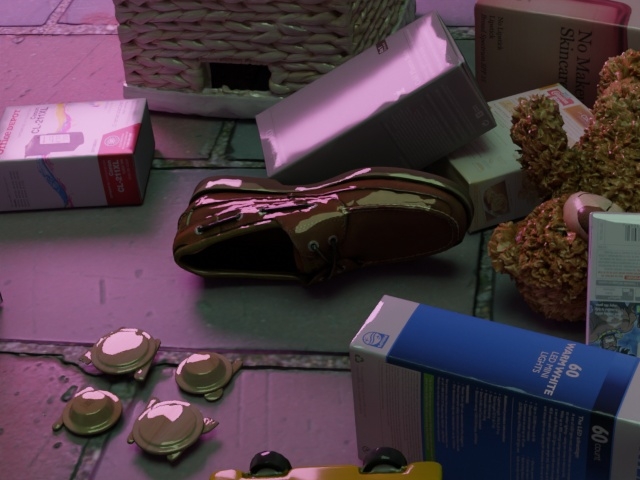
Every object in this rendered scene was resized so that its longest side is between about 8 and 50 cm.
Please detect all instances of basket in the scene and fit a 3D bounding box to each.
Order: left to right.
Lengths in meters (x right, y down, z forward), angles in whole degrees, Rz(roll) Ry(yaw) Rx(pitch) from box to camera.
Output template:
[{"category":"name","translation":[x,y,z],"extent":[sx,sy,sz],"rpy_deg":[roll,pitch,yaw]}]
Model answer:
[{"category":"basket","translation":[-0.068,-0.348,1.563],"extent":[0.328,0.266,0.331],"rpy_deg":[5,36,15]}]

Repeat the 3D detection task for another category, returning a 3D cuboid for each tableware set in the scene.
[{"category":"tableware set","translation":[-0.161,0.140,1.127],"extent":[0.168,0.020,0.141],"rpy_deg":[11,41,21]}]

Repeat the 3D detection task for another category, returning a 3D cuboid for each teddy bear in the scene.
[{"category":"teddy bear","translation":[0.306,-0.064,1.205],"extent":[0.338,0.113,0.245],"rpy_deg":[-29,86,-33]}]

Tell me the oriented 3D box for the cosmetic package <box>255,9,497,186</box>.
[{"category":"cosmetic package","translation":[0.056,-0.128,1.312],"extent":[0.238,0.107,0.127],"rpy_deg":[-29,39,9]}]

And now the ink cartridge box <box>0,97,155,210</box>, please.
[{"category":"ink cartridge box","translation":[-0.291,-0.101,1.420],"extent":[0.175,0.072,0.127],"rpy_deg":[-3,37,3]}]

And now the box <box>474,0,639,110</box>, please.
[{"category":"box","translation":[0.311,-0.227,1.442],"extent":[0.232,0.149,0.127],"rpy_deg":[15,42,26]}]

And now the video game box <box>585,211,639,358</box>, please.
[{"category":"video game box","translation":[0.331,0.073,1.040],"extent":[0.205,0.048,0.187],"rpy_deg":[3,75,11]}]

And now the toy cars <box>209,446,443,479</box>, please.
[{"category":"toy cars","translation":[-0.079,0.272,0.891],"extent":[0.393,0.087,0.176],"rpy_deg":[-28,37,-22]}]

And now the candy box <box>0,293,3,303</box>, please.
[{"category":"candy box","translation":[-0.403,0.024,1.165],"extent":[0.070,0.196,0.165],"rpy_deg":[15,42,25]}]

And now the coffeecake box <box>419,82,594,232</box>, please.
[{"category":"coffeecake box","translation":[0.217,-0.095,1.346],"extent":[0.185,0.068,0.142],"rpy_deg":[-16,37,-13]}]

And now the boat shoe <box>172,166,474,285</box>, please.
[{"category":"boat shoe","translation":[0.000,0.000,1.231],"extent":[0.307,0.111,0.104],"rpy_deg":[-3,40,20]}]

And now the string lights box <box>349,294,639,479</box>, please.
[{"category":"string lights box","translation":[0.158,0.144,0.981],"extent":[0.259,0.133,0.077],"rpy_deg":[13,40,23]}]
